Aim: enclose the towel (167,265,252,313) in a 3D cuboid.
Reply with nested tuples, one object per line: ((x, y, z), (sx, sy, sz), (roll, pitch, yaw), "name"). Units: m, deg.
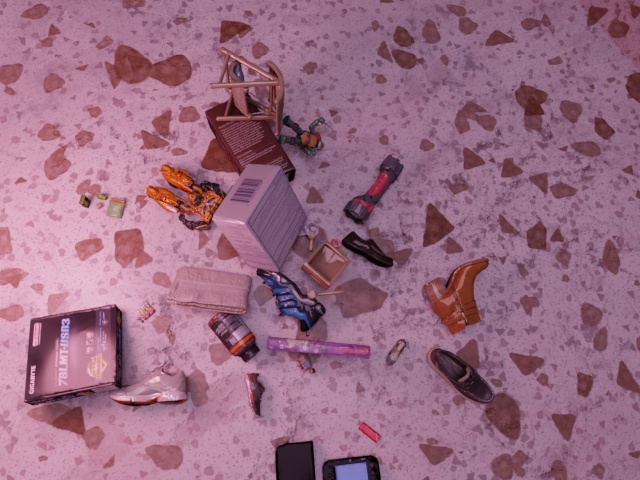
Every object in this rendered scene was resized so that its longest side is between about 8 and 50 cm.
((-0.396, 0.175, 1.786), (0.283, 0.049, 0.187), (7, 37, -5), "towel")

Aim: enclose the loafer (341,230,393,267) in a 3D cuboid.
((0.192, 0.030, 1.909), (0.220, 0.080, 0.078), (30, 75, 3), "loafer")

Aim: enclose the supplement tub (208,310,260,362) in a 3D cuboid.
((-0.305, 0.341, 1.770), (0.106, 0.106, 0.198), (-39, 83, -13), "supplement tub")

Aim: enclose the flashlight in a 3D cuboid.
((0.213, -0.208, 1.964), (0.103, 0.103, 0.304), (34, 76, 7), "flashlight")

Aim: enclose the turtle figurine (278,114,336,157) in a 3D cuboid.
((-0.049, -0.405, 1.966), (0.234, 0.118, 0.175), (12, 71, -32), "turtle figurine")

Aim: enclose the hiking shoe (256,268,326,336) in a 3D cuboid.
((-0.130, 0.211, 1.817), (0.304, 0.113, 0.132), (36, 83, 10), "hiking shoe")

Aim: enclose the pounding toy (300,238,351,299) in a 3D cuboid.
((0.014, 0.137, 1.807), (0.181, 0.094, 0.206), (40, 71, 2), "pounding toy")

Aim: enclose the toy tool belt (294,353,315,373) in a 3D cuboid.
((-0.058, 0.455, 1.797), (0.051, 0.052, 0.083), (-35, 76, 19), "toy tool belt")

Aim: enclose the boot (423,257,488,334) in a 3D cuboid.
((0.560, 0.208, 1.881), (0.284, 0.109, 0.220), (-27, 78, -9), "boot")

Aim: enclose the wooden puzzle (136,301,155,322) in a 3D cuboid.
((-0.641, 0.259, 1.810), (0.049, 0.006, 0.083), (44, 76, 7), "wooden puzzle")

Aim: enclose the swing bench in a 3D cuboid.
((-0.247, -0.529, 1.787), (0.255, 0.253, 0.165), (13, 74, -3), "swing bench")

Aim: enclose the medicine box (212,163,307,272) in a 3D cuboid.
((-0.203, -0.078, 1.757), (0.149, 0.289, 0.263), (9, 56, 29), "medicine box")

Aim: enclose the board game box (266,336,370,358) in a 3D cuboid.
((-0.014, 0.374, 1.736), (0.347, 0.208, 0.056), (6, 75, -3), "board game box")

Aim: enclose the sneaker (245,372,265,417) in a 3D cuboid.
((-0.224, 0.544, 1.749), (0.065, 0.061, 0.157), (-10, 77, -14), "sneaker")

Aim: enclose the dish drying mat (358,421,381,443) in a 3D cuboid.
((0.177, 0.689, 1.773), (0.083, 0.008, 0.032), (37, 76, 5), "dish drying mat")

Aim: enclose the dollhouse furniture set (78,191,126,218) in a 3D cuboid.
((-0.824, -0.138, 1.870), (0.152, 0.058, 0.076), (12, 75, -2), "dollhouse furniture set")

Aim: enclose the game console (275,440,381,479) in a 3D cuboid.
((0.027, 0.802, 1.712), (0.362, 0.044, 0.213), (-3, 76, -7), "game console")

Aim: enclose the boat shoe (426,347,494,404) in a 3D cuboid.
((0.520, 0.499, 1.811), (0.285, 0.092, 0.103), (41, 76, 6), "boat shoe")

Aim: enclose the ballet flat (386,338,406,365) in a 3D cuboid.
((0.283, 0.415, 1.839), (0.041, 0.041, 0.114), (35, 75, 4), "ballet flat")

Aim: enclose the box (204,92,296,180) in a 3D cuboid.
((-0.276, -0.370, 1.943), (0.191, 0.143, 0.381), (-29, 82, -12), "box")

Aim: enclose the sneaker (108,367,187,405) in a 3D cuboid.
((-0.593, 0.507, 1.716), (0.263, 0.099, 0.120), (1, 63, -9), "sneaker")

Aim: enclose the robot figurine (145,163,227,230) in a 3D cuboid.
((-0.506, -0.165, 1.893), (0.291, 0.085, 0.211), (27, 76, 2), "robot figurine")

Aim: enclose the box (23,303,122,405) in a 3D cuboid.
((-0.840, 0.386, 1.691), (0.294, 0.073, 0.295), (-8, 60, -8), "box")

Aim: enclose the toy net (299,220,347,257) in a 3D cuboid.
((0.000, 0.000, 1.909), (0.122, 0.045, 0.232), (-35, 83, -2), "toy net")
